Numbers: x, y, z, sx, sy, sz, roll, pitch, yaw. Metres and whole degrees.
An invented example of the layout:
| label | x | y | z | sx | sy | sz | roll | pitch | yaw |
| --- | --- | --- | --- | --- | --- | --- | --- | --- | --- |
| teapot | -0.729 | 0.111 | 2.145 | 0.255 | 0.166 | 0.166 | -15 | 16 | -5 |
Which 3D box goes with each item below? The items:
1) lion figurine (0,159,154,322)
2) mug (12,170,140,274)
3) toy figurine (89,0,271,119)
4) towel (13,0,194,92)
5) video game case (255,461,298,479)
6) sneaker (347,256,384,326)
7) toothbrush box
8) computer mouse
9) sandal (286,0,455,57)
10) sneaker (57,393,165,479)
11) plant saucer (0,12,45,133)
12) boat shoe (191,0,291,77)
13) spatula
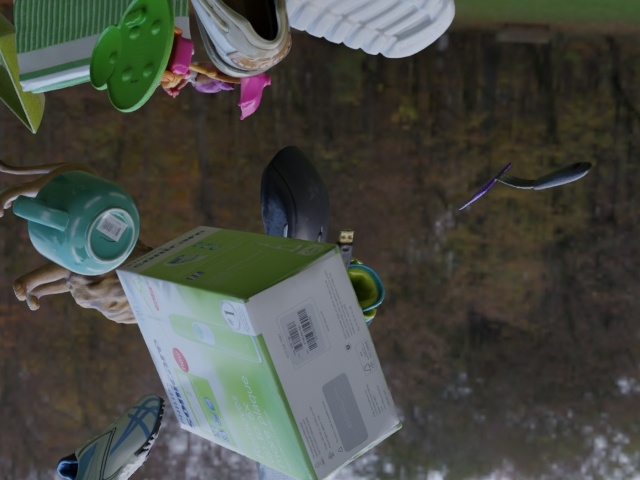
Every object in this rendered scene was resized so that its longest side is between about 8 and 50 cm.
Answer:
| label | x | y | z | sx | sy | sz | roll | pitch | yaw |
| --- | --- | --- | --- | --- | --- | --- | --- | --- | --- |
| lion figurine | -0.399 | -0.022 | 1.940 | 0.240 | 0.392 | 0.142 | -22 | 158 | -4 |
| mug | -0.312 | -0.015 | 1.537 | 0.097 | 0.129 | 0.157 | 21 | -145 | 40 |
| toy figurine | -0.138 | -0.178 | 1.251 | 0.159 | 0.130 | 0.173 | 14 | 172 | -36 |
| towel | -0.280 | -0.361 | 1.446 | 0.248 | 0.325 | 0.038 | -10 | 174 | 20 |
| video game case | -0.032 | 0.352 | 1.500 | 0.023 | 0.193 | 0.212 | -6 | 170 | -22 |
| sneaker | 0.004 | 0.114 | 1.799 | 0.208 | 0.127 | 0.319 | -19 | 169 | 4 |
| toothbrush box | -0.071 | 0.108 | 1.218 | 0.122 | 0.206 | 0.283 | -29 | -160 | -27 |
| computer mouse | 0.000 | 0.000 | 1.502 | 0.060 | 0.262 | 0.184 | 14 | -156 | 33 |
| sandal | -0.013 | -0.324 | 1.326 | 0.169 | 0.102 | 0.416 | -37 | 141 | 25 |
| sneaker | -0.249 | 0.250 | 1.370 | 0.086 | 0.085 | 0.237 | 27 | -146 | 2 |
| plant saucer | -0.477 | -0.279 | 1.751 | 0.045 | 0.188 | 0.188 | -33 | -128 | -20 |
| boat shoe | -0.098 | -0.302 | 1.071 | 0.113 | 0.302 | 0.103 | -26 | -174 | -15 |
| spatula | 0.298 | -0.088 | 1.709 | 0.084 | 0.030 | 0.296 | -44 | -164 | -22 |
